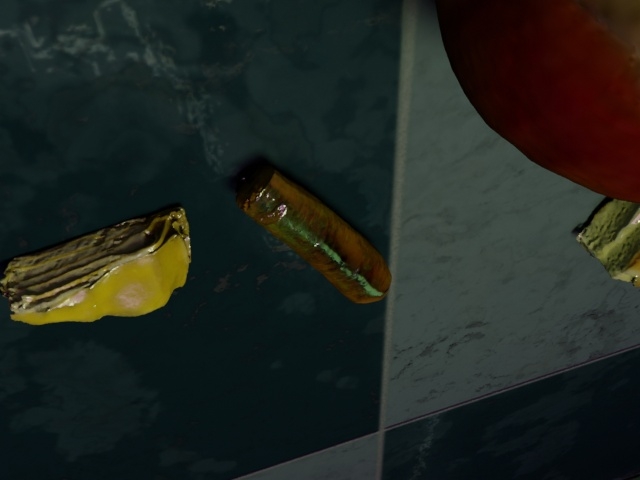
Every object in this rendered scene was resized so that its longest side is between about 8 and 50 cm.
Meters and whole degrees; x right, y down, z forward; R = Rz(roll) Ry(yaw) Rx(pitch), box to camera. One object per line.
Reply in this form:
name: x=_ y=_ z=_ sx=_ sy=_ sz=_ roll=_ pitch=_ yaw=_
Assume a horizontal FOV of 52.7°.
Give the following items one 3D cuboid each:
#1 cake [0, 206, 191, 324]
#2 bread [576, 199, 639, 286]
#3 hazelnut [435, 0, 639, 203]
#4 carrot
cake: x=-0.211 y=0.025 z=0.637 sx=0.184 sy=0.080 sz=0.116 roll=7 pitch=134 yaw=-26
bread: x=0.519 y=-0.047 z=0.882 sx=0.246 sy=0.111 sz=0.239 roll=4 pitch=131 yaw=-25
hazelnut: x=0.269 y=-0.216 z=0.419 sx=0.409 sy=0.359 sz=0.359 roll=-28 pitch=141 yaw=-1
carrot: x=0.000 y=0.000 z=0.720 sx=0.070 sy=0.070 sz=0.260 roll=-36 pitch=138 yaw=15
